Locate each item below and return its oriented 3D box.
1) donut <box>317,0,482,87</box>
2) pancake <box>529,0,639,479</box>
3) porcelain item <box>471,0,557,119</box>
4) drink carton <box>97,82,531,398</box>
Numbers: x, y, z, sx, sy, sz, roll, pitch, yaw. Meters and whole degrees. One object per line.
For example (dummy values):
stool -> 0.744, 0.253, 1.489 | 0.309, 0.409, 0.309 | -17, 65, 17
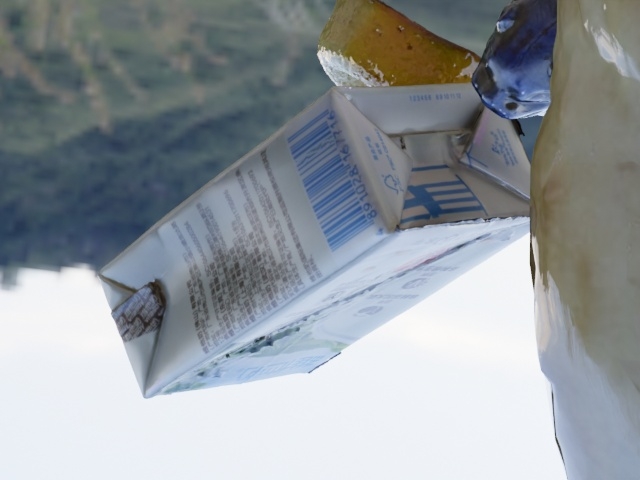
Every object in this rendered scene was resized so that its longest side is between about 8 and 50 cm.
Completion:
donut -> 0.079, -0.141, 1.758 | 0.190, 0.075, 0.174 | 33, 174, -6
pancake -> 0.129, -0.035, 0.594 | 0.071, 0.382, 0.382 | -4, -175, 18
porcelain item -> 0.229, -0.193, 1.380 | 0.138, 0.288, 0.186 | 55, -151, 11
drink carton -> 0.001, 0.000, 1.563 | 0.194, 0.132, 0.324 | -4, 157, -45
